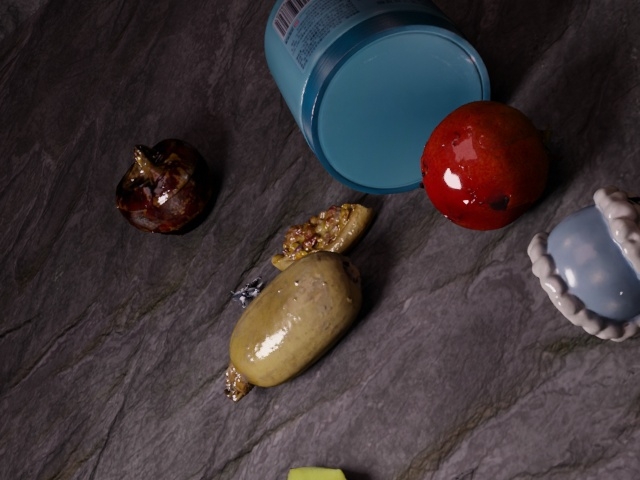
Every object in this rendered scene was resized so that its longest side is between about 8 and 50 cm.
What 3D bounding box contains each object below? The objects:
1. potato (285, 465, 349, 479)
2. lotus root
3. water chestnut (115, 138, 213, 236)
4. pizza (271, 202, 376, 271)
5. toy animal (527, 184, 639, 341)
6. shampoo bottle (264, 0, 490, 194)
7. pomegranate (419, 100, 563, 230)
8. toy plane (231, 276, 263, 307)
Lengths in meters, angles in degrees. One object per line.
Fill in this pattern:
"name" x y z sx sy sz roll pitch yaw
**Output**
"potato" 0.008 0.425 1.860 0.198 0.054 0.119 10 71 56
"lotus root" -0.064 0.156 2.060 0.343 0.151 0.169 -43 38 12
"water chestnut" -0.349 -0.125 2.543 0.224 0.238 0.223 -27 36 22
"pizza" -0.002 -0.002 2.190 0.246 0.058 0.127 -18 50 37
"toy animal" 0.408 0.019 1.630 0.204 0.156 0.208 -40 42 26
"shampoo bottle" 0.090 -0.311 2.092 0.331 0.331 0.342 -46 37 14
"pomegranate" 0.274 -0.125 1.864 0.235 0.210 0.210 -26 24 -29
"toy plane" -0.149 0.105 2.300 0.083 0.031 0.078 -14 38 40
